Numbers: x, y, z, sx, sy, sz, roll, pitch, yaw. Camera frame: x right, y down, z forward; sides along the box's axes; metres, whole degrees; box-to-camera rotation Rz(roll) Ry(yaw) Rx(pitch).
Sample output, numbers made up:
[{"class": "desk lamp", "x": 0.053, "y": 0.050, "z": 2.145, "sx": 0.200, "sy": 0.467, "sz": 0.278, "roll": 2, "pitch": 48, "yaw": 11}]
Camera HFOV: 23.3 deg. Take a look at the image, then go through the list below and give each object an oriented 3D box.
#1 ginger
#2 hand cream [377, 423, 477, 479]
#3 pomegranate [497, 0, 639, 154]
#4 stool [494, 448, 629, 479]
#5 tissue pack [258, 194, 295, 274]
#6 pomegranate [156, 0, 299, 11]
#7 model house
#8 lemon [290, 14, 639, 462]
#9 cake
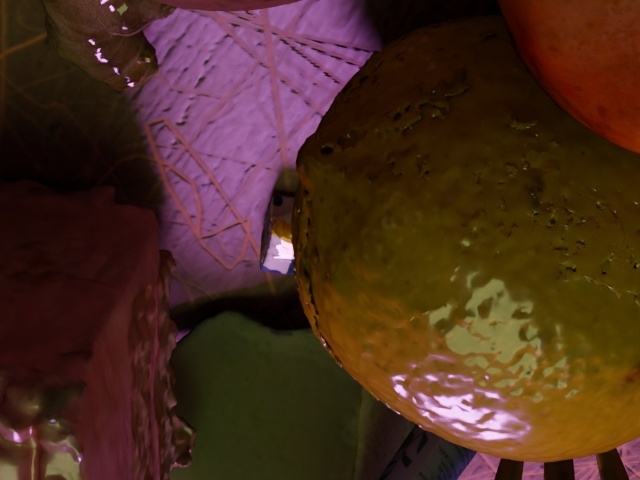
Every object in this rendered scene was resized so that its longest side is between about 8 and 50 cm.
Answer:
[{"class": "ginger", "x": -0.120, "y": -0.167, "z": 0.868, "sx": 0.089, "sy": 0.075, "sz": 0.288, "roll": 27, "pitch": 152, "yaw": 5}, {"class": "hand cream", "x": 0.089, "y": 0.176, "z": 1.234, "sx": 0.055, "sy": 0.256, "sz": 0.088, "roll": 21, "pitch": 150, "yaw": 30}, {"class": "pomegranate", "x": 0.182, "y": -0.143, "z": 0.767, "sx": 0.209, "sy": 0.209, "sz": 0.209, "roll": 2, "pitch": 147, "yaw": 1}, {"class": "stool", "x": 0.216, "y": 0.212, "z": 1.398, "sx": 0.135, "sy": 0.110, "sz": 0.134, "roll": -2, "pitch": 148, "yaw": 9}, {"class": "tissue pack", "x": 0.000, "y": 0.000, "z": 1.145, "sx": 0.083, "sy": 0.042, "sz": 0.062, "roll": 7, "pitch": 145, "yaw": -8}, {"class": "pomegranate", "x": -0.040, "y": -0.238, "z": 0.572, "sx": 0.322, "sy": 0.322, "sz": 0.322, "roll": 2, "pitch": 147, "yaw": 1}, {"class": "model house", "x": -0.025, "y": 0.162, "z": 1.320, "sx": 0.214, "sy": 0.195, "sz": 0.189, "roll": 2, "pitch": 175, "yaw": 28}, {"class": "lemon", "x": 0.123, "y": 0.003, "z": 0.943, "sx": 0.310, "sy": 0.258, "sz": 0.258, "roll": 34, "pitch": 137, "yaw": -23}, {"class": "cake", "x": -0.264, "y": 0.126, "z": 1.084, "sx": 0.314, "sy": 0.307, "sz": 0.293, "roll": 4, "pitch": 119, "yaw": 7}]
